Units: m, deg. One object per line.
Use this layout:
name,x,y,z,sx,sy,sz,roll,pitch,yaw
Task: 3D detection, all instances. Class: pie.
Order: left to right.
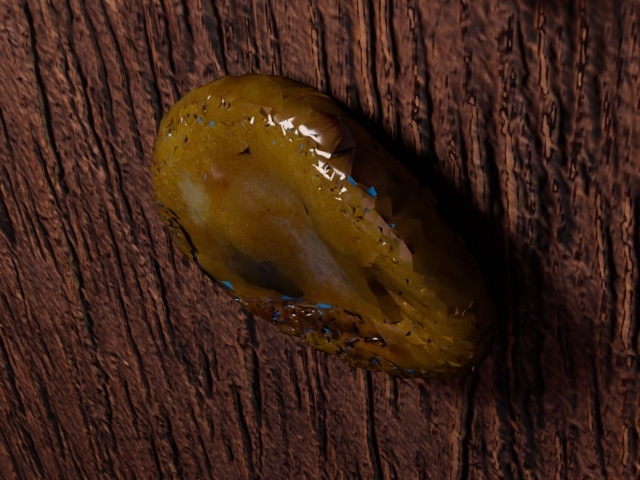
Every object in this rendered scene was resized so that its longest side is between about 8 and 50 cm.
pie,0.001,0.000,1.264,0.273,0.069,0.273,34,152,21
